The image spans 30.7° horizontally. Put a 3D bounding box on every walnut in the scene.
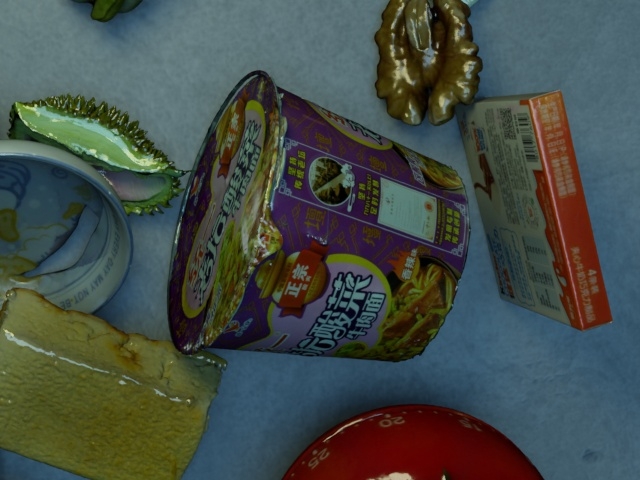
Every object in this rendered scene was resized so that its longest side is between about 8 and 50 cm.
[{"bbox_3d":[0.138,-0.226,1.457,0.143,0.069,0.170,-1,89,26],"label":"walnut"}]

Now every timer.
[{"bbox_3d":[0.112,0.389,1.422,0.378,0.279,0.378,-1,98,-10],"label":"timer"}]

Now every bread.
[{"bbox_3d":[-0.271,0.182,1.384,0.274,0.114,0.185,21,120,-16],"label":"bread"}]

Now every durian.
[{"bbox_3d":[-0.259,-0.109,1.396,0.220,0.137,0.095,26,58,-5],"label":"durian"}]

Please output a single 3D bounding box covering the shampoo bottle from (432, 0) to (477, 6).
[{"bbox_3d":[0.132,-0.372,1.470,0.069,0.041,0.191,-38,101,0],"label":"shampoo bottle"}]

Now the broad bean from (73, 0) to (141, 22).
[{"bbox_3d":[-0.231,-0.364,1.341,0.100,0.169,0.228,6,96,-35],"label":"broad bean"}]

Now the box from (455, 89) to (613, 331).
[{"bbox_3d":[0.252,-0.043,1.412,0.048,0.265,0.273,-17,99,-10],"label":"box"}]

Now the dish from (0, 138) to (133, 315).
[{"bbox_3d":[-0.360,-0.026,1.368,0.273,0.134,0.273,-6,130,-8],"label":"dish"}]

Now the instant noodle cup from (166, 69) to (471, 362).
[{"bbox_3d":[0.000,0.000,1.352,0.266,0.340,0.340,16,93,-20],"label":"instant noodle cup"}]
